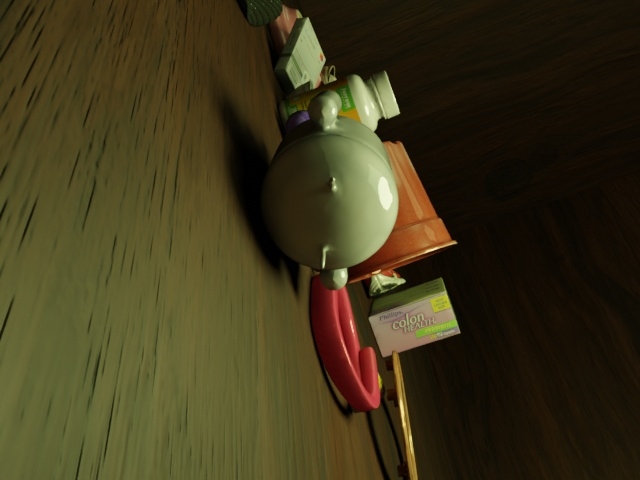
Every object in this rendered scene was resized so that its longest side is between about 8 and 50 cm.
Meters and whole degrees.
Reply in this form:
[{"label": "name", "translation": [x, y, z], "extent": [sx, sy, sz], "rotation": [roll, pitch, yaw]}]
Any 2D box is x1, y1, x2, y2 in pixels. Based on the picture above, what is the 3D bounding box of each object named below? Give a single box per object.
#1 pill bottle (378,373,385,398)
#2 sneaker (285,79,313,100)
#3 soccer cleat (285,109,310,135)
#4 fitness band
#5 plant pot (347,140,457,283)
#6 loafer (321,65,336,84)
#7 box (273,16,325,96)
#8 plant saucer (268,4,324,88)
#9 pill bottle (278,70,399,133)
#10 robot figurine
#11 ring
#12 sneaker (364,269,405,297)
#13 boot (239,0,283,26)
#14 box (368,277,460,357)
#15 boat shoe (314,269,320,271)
[{"label": "pill bottle", "translation": [0.093, 0.266, 1.300], "extent": [0.043, 0.043, 0.083], "rotation": [-94, 163, -58]}, {"label": "sneaker", "translation": [0.008, -0.281, 1.609], "extent": [0.212, 0.094, 0.080], "rotation": [53, 28, 0]}, {"label": "soccer cleat", "translation": [0.000, -0.122, 1.395], "extent": [0.116, 0.109, 0.318], "rotation": [-15, 85, -69]}, {"label": "fitness band", "translation": [0.040, 0.171, 1.177], "extent": [0.291, 0.054, 0.209], "rotation": [-91, 157, -66]}, {"label": "plant pot", "translation": [0.136, -0.068, 1.549], "extent": [0.272, 0.273, 0.265], "rotation": [17, 52, -79]}, {"label": "loafer", "translation": [0.026, -0.447, 1.871], "extent": [0.125, 0.039, 0.045], "rotation": [-100, 168, -47]}, {"label": "box", "translation": [-0.049, -0.440, 1.701], "extent": [0.145, 0.038, 0.186], "rotation": [59, 43, -51]}, {"label": "plant saucer", "translation": [-0.056, -0.518, 1.922], "extent": [0.332, 0.084, 0.332], "rotation": [-20, 90, -82]}, {"label": "pill bottle", "translation": [0.044, -0.285, 1.506], "extent": [0.136, 0.246, 0.136], "rotation": [-19, 90, -81]}, {"label": "robot figurine", "translation": [0.015, -0.078, 1.048], "extent": [0.353, 0.200, 0.299], "rotation": [-84, 168, -71]}, {"label": "ring", "translation": [0.167, 0.393, 1.386], "extent": [0.336, 0.032, 0.336], "rotation": [-8, 90, -84]}, {"label": "sneaker", "translation": [0.177, 0.096, 1.996], "extent": [0.118, 0.107, 0.279], "rotation": [63, 5, 10]}, {"label": "boot", "translation": [-0.160, -0.572, 1.441], "extent": [0.246, 0.083, 0.161], "rotation": [38, 28, -76]}, {"label": "box", "translation": [0.256, 0.206, 1.860], "extent": [0.243, 0.214, 0.117], "rotation": [-35, 105, -81]}, {"label": "boat shoe", "translation": [0.000, 0.000, 1.279], "extent": [0.135, 0.050, 0.045], "rotation": [-98, 171, -52]}]
